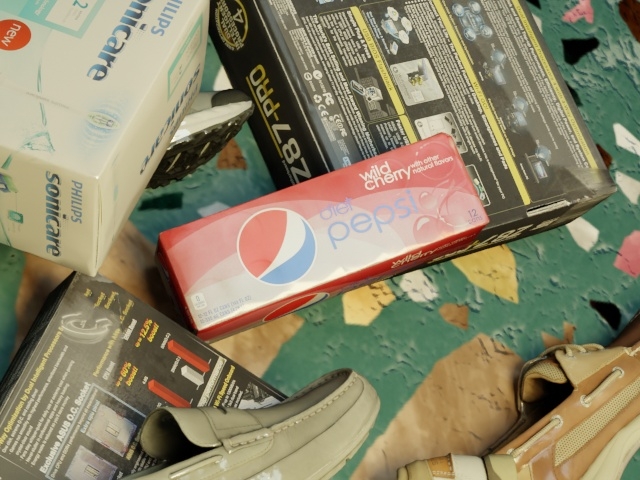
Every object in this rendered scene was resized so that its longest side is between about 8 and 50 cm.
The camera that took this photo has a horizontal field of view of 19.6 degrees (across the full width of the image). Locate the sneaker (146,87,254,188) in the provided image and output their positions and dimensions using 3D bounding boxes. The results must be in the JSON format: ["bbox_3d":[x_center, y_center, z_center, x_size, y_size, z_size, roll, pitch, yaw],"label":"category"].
[{"bbox_3d":[-0.171,-0.098,1.546,0.271,0.100,0.108,-15,71,-37],"label":"sneaker"}]

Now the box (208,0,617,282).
[{"bbox_3d":[0.067,-0.173,1.738,0.318,0.097,0.395,-17,77,-35],"label":"box"}]

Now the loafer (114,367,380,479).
[{"bbox_3d":[-0.082,0.165,1.360,0.319,0.112,0.111,-31,94,-40],"label":"loafer"}]

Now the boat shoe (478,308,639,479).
[{"bbox_3d":[0.242,0.143,1.678,0.116,0.123,0.324,45,49,-3],"label":"boat shoe"}]

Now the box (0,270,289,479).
[{"bbox_3d":[-0.157,0.206,1.413,0.242,0.076,0.307,34,53,-14],"label":"box"}]

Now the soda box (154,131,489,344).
[{"bbox_3d":[0.000,0.000,1.534,0.263,0.083,0.092,-21,79,-13],"label":"soda box"}]

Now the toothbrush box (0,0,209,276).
[{"bbox_3d":[-0.260,-0.131,1.415,0.295,0.126,0.216,21,53,7],"label":"toothbrush box"}]

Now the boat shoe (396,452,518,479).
[{"bbox_3d":[0.110,0.326,1.515,0.103,0.113,0.302,0,73,-1],"label":"boat shoe"}]
